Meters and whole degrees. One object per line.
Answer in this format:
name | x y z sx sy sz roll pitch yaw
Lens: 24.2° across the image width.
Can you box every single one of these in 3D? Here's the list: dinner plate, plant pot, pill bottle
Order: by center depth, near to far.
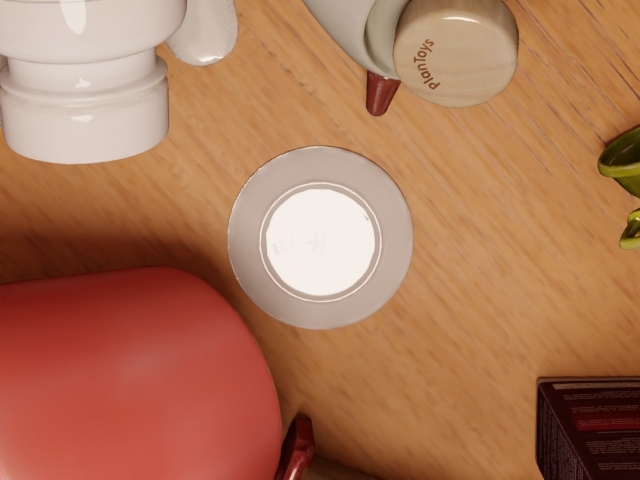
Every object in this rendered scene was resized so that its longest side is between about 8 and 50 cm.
pill bottle | -0.144 -0.169 0.869 0.131 0.131 0.229 -1 115 0
plant pot | -0.177 0.139 0.997 0.275 0.243 0.275 19 119 40
dinner plate | 0.000 0.000 1.119 0.141 0.017 0.141 0 100 1

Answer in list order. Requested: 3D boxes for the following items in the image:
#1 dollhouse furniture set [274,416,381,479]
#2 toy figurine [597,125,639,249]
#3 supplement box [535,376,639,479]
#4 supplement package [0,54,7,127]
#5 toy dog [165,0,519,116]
dollhouse furniture set | 0.044 0.253 0.987 0.201 0.374 0.152 22 95 -3
toy figurine | 0.401 -0.024 1.026 0.362 0.191 0.217 -23 120 21
supplement box | 0.230 0.161 1.035 0.130 0.239 0.073 -1 100 0
supplement package | -0.266 -0.234 0.993 0.178 0.175 0.293 11 100 -3
toy dog | -0.022 -0.185 1.016 0.334 0.220 0.161 35 130 1
